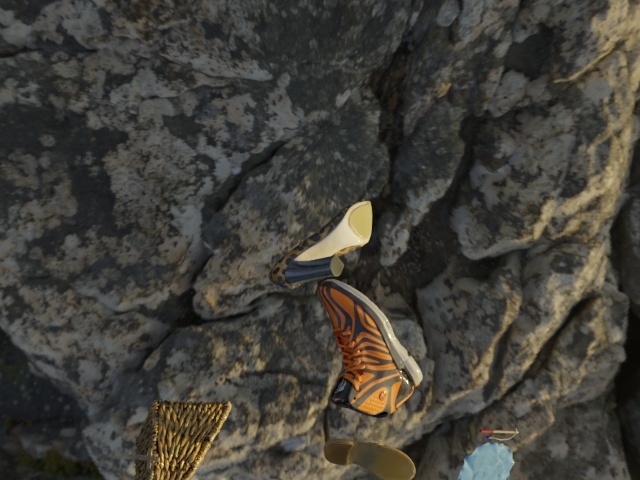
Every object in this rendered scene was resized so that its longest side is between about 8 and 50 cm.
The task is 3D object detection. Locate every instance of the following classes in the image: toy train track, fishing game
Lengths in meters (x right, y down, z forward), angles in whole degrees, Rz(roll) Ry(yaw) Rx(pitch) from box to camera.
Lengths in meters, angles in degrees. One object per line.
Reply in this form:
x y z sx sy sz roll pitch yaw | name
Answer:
-0.421 0.513 1.426 0.083 0.014 0.048 5 89 4 | toy train track
0.458 0.637 1.680 0.189 0.041 0.264 9 103 -24 | fishing game

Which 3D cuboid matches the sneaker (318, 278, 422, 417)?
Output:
0.071 0.243 1.261 0.180 0.125 0.321 -43 100 -24 | sneaker

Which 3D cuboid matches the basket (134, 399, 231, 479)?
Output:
-0.370 0.583 1.628 0.223 0.213 0.299 8 139 -24 | basket

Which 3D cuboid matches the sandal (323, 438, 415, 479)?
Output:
0.121 0.532 1.514 0.240 0.079 0.088 17 101 -10 | sandal

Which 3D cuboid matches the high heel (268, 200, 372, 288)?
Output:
0.000 0.000 1.283 0.186 0.261 0.093 -13 118 37 | high heel
